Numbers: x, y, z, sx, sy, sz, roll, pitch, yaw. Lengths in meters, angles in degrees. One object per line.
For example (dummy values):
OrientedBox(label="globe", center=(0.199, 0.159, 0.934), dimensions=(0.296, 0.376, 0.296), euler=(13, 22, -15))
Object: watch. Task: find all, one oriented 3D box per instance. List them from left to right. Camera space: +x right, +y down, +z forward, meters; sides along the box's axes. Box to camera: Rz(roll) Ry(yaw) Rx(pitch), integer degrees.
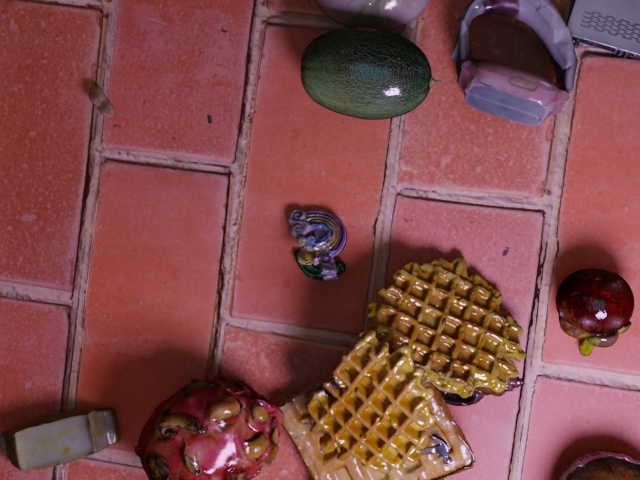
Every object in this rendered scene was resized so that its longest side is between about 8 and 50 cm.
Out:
OrientedBox(label="watch", center=(0.389, -0.380, 1.609), dimensions=(0.253, 0.162, 0.241), euler=(20, 81, 5))

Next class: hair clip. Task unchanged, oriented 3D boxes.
OrientedBox(label="hair clip", center=(0.000, 0.000, 1.696), dimensions=(0.116, 0.049, 0.172), euler=(-9, 64, -10))

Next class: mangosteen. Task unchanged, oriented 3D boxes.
OrientedBox(label="mangosteen", center=(0.542, 0.147, 1.584), dimensions=(0.155, 0.146, 0.181), euler=(2, 92, 5))

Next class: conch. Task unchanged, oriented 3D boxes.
OrientedBox(label="conch", center=(0.303, 0.296, 1.662), dimensions=(0.232, 0.080, 0.086), euler=(-23, 74, 32))

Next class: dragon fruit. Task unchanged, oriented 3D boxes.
OrientedBox(label="dragon fruit", center=(-0.218, 0.403, 1.641), dimensions=(0.291, 0.269, 0.250), euler=(-25, 89, 20))

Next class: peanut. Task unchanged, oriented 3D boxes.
OrientedBox(label="peanut", center=(-0.482, -0.305, 1.778), dimensions=(0.037, 0.037, 0.083), euler=(-43, 82, 7))

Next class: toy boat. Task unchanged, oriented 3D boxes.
OrientedBox(label="toy boat", center=(-0.588, 0.442, 1.784), dimensions=(0.276, 0.084, 0.111), euler=(-12, 91, 7))

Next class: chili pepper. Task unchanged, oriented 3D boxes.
OrientedBox(label="chili pepper", center=(-0.005, 0.059, 1.718), dimensions=(0.117, 0.035, 0.055), euler=(15, 70, 15))

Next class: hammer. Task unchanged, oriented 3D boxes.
OrientedBox(label="hammer", center=(0.167, 0.426, 1.608), dimensions=(0.182, 0.017, 0.062), euler=(-13, 95, 15))

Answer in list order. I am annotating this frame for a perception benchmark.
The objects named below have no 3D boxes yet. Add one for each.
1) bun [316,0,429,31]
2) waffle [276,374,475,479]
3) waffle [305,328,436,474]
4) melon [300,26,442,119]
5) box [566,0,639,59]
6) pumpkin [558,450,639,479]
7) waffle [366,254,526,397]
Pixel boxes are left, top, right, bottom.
OrientedBox(label="bun", center=(0.101, -0.570, 1.615), dimensions=(0.293, 0.187, 0.293), euler=(0, 92, 11))
OrientedBox(label="waffle", center=(0.108, 0.395, 1.665), dimensions=(0.348, 0.077, 0.304), euler=(-29, 89, 17))
OrientedBox(label="waffle", center=(0.085, 0.318, 1.550), dimensions=(0.283, 0.065, 0.310), euler=(-1, 106, 30))
OrientedBox(label="melon", center=(0.101, -0.334, 1.621), dimensions=(0.287, 0.182, 0.182), euler=(12, 93, 10))
OrientedBox(label="box", center=(0.642, -0.455, 1.610), dimensions=(0.270, 0.045, 0.211), euler=(17, 94, 7))
OrientedBox(label="pumpkin", center=(0.573, 0.547, 1.559), dimensions=(0.260, 0.189, 0.260), euler=(0, 87, 3))
OrientedBox(label="waffle", center=(0.253, 0.177, 1.597), dimensions=(0.307, 0.060, 0.312), euler=(-27, 71, -26))
